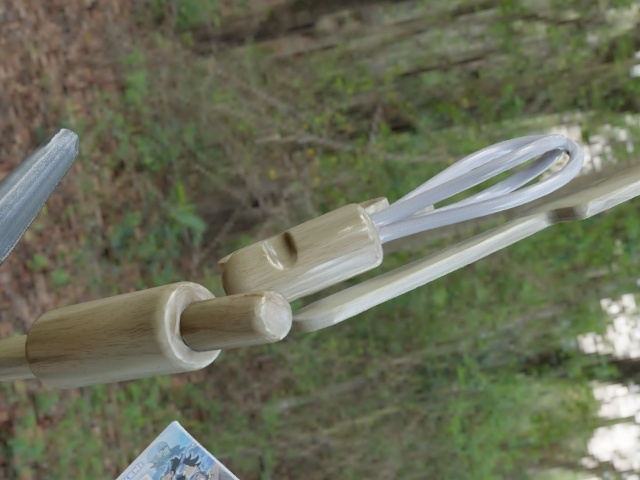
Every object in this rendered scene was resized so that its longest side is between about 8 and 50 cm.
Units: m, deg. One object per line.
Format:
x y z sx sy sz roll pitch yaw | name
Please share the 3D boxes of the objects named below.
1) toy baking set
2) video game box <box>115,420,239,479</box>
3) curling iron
-0.005 0.003 0.518 0.197 0.256 0.030 -28 101 -39 | toy baking set
-0.118 0.243 0.923 0.187 0.205 0.048 32 -17 50 | video game box
-0.175 0.023 0.624 0.035 0.068 0.274 36 40 -11 | curling iron
